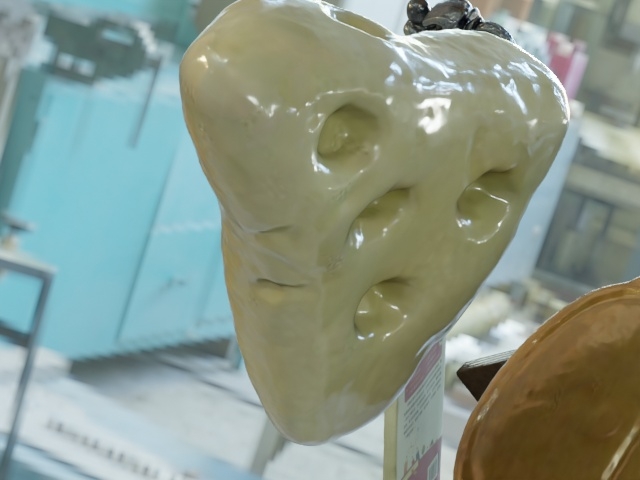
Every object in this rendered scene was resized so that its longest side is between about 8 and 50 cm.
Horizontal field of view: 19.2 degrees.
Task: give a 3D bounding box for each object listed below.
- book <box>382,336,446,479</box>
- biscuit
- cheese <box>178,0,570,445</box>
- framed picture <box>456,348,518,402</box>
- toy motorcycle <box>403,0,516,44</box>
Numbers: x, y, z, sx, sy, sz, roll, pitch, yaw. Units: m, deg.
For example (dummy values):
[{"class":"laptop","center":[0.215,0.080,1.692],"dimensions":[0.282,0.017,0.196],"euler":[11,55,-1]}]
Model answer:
[{"class":"book","center":[0.109,0.220,2.184],"dimensions":[0.022,0.232,0.162],"euler":[10,28,21]},{"class":"biscuit","center":[0.262,0.153,1.399],"dimensions":[0.351,0.312,0.057],"euler":[12,-25,40]},{"class":"cheese","center":[0.000,0.000,1.340],"dimensions":[0.129,0.328,0.351],"euler":[37,22,34]},{"class":"framed picture","center":[0.233,0.175,2.052],"dimensions":[0.128,0.023,0.168],"euler":[52,-28,-9]},{"class":"toy motorcycle","center":[0.134,-0.206,2.018],"dimensions":[0.124,0.061,0.193],"euler":[44,-25,-1]}]
